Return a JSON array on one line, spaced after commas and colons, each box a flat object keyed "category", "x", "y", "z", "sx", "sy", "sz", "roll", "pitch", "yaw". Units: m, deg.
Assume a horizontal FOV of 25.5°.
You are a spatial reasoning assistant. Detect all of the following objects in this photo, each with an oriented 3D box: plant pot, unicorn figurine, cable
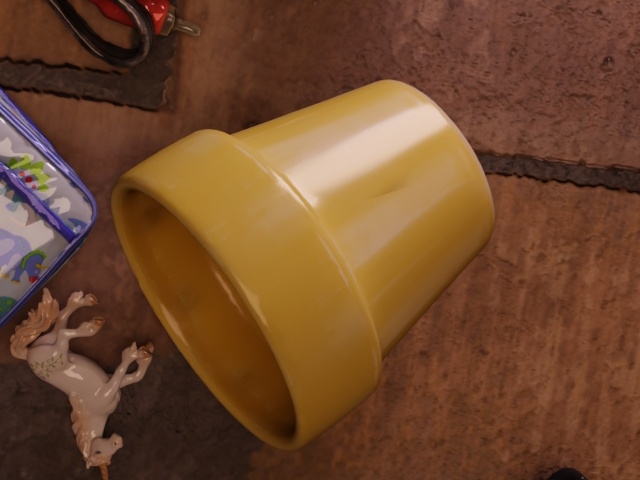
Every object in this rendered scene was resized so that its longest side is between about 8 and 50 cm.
[{"category": "plant pot", "x": 0.000, "y": 0.000, "z": 1.125, "sx": 0.239, "sy": 0.254, "sz": 0.254, "roll": -33, "pitch": 101, "yaw": -21}, {"category": "unicorn figurine", "x": -0.194, "y": 0.119, "z": 1.192, "sx": 0.162, "sy": 0.060, "sz": 0.111, "roll": 44, "pitch": 98, "yaw": -3}, {"category": "cable", "x": -0.224, "y": -0.235, "z": 1.160, "sx": 0.287, "sy": 0.072, "sz": 0.140, "roll": 17, "pitch": 111, "yaw": 1}]

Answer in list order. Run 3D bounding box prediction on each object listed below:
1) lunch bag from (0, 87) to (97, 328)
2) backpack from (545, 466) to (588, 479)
[{"category": "lunch bag", "x": -0.300, "y": -0.043, "z": 1.138, "sx": 0.176, "sy": 0.090, "sz": 0.219, "roll": -44, "pitch": 102, "yaw": -5}, {"category": "backpack", "x": 0.188, "y": 0.304, "z": 1.244, "sx": 0.182, "sy": 0.115, "sz": 0.152, "roll": -36, "pitch": 89, "yaw": -3}]
